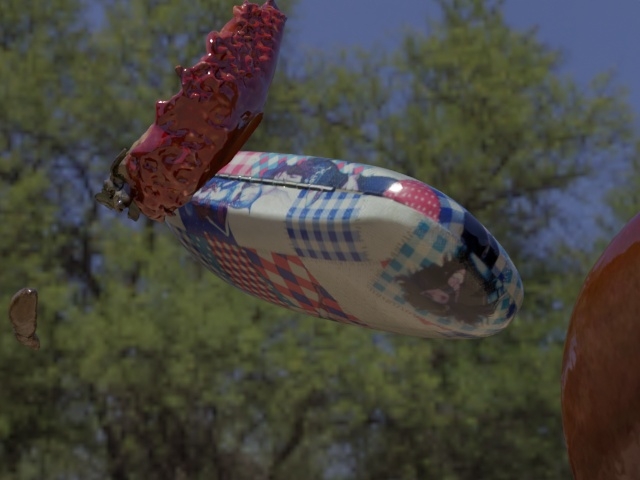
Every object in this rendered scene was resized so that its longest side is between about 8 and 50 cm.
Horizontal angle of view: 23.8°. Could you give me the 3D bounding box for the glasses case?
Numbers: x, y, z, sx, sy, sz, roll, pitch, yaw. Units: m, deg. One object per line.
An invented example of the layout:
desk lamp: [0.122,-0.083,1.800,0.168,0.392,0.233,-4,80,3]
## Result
glasses case: [0.000,0.000,0.997,0.327,0.076,0.125,9,-33,54]

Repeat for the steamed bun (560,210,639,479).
steamed bun: [0.305,0.053,0.850,0.235,0.248,0.379,-17,-9,-31]

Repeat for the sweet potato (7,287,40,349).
sweet potato: [-0.244,0.066,1.250,0.026,0.026,0.115,2,-26,-10]

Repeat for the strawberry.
strawberry: [-0.057,-0.064,0.764,0.048,0.152,0.104,40,-29,-5]
